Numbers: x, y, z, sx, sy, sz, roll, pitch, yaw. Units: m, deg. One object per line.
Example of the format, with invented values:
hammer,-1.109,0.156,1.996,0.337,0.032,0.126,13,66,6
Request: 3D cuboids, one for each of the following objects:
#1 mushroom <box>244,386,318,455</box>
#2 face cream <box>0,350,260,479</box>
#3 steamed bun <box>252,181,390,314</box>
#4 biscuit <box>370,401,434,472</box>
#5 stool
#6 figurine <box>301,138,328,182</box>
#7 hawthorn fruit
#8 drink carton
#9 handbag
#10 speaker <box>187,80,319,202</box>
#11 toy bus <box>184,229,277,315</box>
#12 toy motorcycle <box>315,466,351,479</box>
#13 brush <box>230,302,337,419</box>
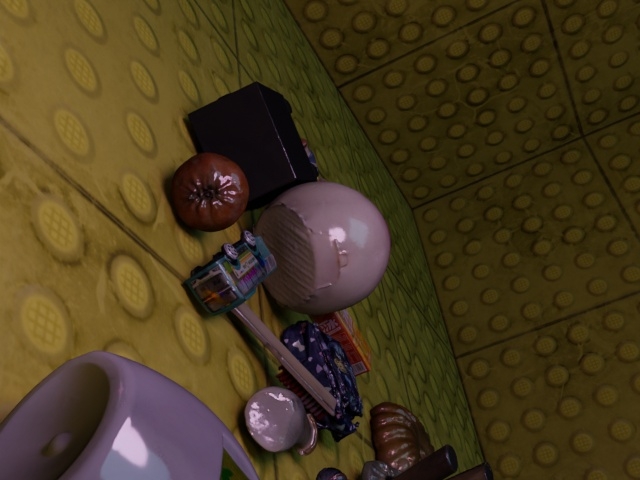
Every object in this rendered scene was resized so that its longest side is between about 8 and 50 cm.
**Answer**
mushroom,-0.068,0.327,1.321,0.225,0.093,0.116,53,32,-69
face cream,-0.169,0.305,0.736,0.312,0.219,0.357,-91,157,-58
steamed bun,0.028,0.011,1.604,0.309,0.309,0.309,58,18,-30
biscuit,0.237,0.579,1.956,0.325,0.107,0.325,56,17,-26
stool,0.256,0.636,1.611,0.310,0.226,0.310,36,40,-47
figurine,-0.060,-0.122,1.883,0.158,0.161,0.275,16,47,-41
hawthorn fruit,-0.201,-0.101,1.369,0.149,0.149,0.189,60,18,-25
drink carton,0.052,0.235,1.872,0.223,0.071,0.096,60,17,-20
handbag,0.009,0.292,1.571,0.162,0.113,0.260,52,13,-57
speaker,-0.144,-0.204,1.636,0.254,0.184,0.232,-20,87,-78
toy bus,-0.159,0.055,1.359,0.109,0.091,0.262,57,17,-4
toy motorcycle,0.052,0.534,1.298,0.401,0.134,0.207,-64,129,-79
brush,-0.087,0.221,1.410,0.321,0.050,0.060,49,17,-10
